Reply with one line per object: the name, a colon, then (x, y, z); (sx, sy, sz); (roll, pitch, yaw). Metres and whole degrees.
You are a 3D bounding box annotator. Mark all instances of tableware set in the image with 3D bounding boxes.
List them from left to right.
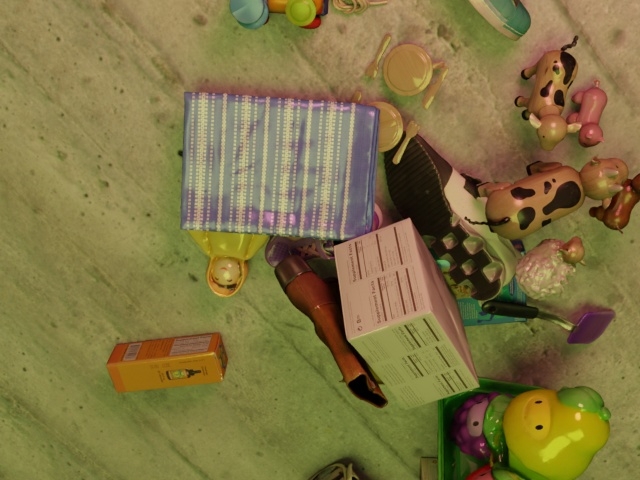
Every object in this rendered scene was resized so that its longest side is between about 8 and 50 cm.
tableware set: (0.128, -0.242, 1.364); (0.128, 0.039, 0.194); (32, 112, 11)

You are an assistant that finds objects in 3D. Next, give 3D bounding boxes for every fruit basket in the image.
fruit basket: (0.365, 0.398, 1.506); (0.283, 0.392, 0.391); (8, 118, 0)

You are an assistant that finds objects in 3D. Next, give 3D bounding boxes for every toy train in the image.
toy train: (-0.017, -0.374, 1.249); (0.248, 0.143, 0.105); (4, 119, 2)

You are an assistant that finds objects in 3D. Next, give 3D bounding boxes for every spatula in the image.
spatula: (0.432, 0.149, 1.518); (0.297, 0.030, 0.084); (13, 120, -19)

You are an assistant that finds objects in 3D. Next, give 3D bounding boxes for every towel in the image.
towel: (-0.070, -0.121, 1.362); (0.336, 0.040, 0.243); (4, 102, -2)

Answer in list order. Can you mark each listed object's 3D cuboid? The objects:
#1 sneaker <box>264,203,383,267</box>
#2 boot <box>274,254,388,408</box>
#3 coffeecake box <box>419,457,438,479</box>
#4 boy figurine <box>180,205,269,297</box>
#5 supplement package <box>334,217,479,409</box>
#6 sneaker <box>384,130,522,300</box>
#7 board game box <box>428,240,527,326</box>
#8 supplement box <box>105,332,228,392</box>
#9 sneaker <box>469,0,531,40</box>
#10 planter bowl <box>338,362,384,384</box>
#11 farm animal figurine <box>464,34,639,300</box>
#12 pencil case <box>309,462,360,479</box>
sneaker: (0.000, 0.000, 1.471); (0.237, 0.104, 0.095); (-20, 116, 15)
boot: (0.051, 0.174, 1.426); (0.096, 0.280, 0.264); (-35, 147, -1)
coffeecake box: (0.310, 0.543, 1.713); (0.186, 0.142, 0.068); (1, 119, 4)
boy figurine: (-0.175, -0.026, 1.479); (0.177, 0.092, 0.285); (9, 115, -3)
supplement package: (0.149, 0.131, 1.375); (0.145, 0.204, 0.262); (-21, 137, 15)
sneaker: (0.240, -0.060, 1.427); (0.122, 0.146, 0.330); (-33, 90, 47)
board game box: (0.285, 0.088, 1.527); (0.211, 0.047, 0.160); (-5, 118, 6)
supplement box: (-0.314, 0.253, 1.644); (0.234, 0.080, 0.078); (-6, 118, 9)
sneaker: (0.248, -0.447, 1.212); (0.121, 0.108, 0.302); (-34, 109, 24)
planter bowl: (0.147, 0.240, 1.569); (0.217, 0.217, 0.090); (3, 81, 3)
farm animal figurine: (0.387, -0.111, 1.278); (0.327, 0.172, 0.330); (-40, 102, -4)
pencil case: (0.150, 0.666, 1.782); (0.410, 0.159, 0.183); (38, 129, -15)
